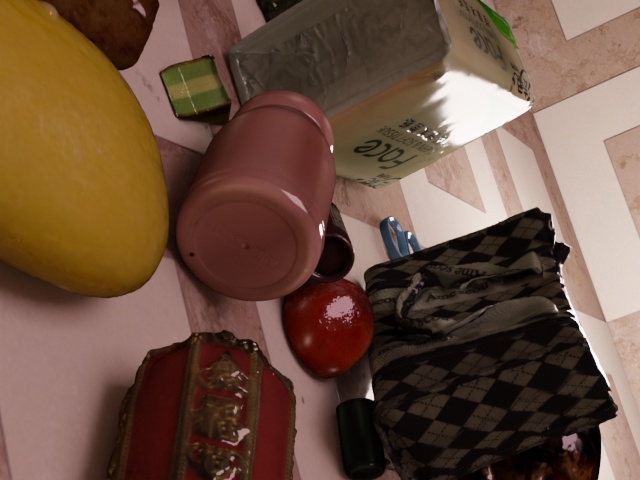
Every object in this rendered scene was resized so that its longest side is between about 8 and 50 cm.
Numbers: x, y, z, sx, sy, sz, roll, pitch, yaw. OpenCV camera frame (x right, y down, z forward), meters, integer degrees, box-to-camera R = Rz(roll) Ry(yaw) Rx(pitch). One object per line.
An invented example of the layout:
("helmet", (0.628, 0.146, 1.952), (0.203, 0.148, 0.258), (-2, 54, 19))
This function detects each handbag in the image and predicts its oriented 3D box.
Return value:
("handbag", (0.223, 0.123, 1.624), (0.180, 0.317, 0.416), (61, 11, -23))

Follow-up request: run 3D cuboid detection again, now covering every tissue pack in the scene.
("tissue pack", (0.107, -0.244, 1.780), (0.405, 0.332, 0.205), (12, 56, -62))

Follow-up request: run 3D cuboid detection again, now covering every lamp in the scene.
("lamp", (-0.109, 0.213, 1.092), (0.177, 0.177, 0.274), (50, 30, -34))

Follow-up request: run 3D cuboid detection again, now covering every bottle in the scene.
("bottle", (-0.069, -0.059, 1.455), (0.297, 0.173, 0.206), (-80, 171, -56))

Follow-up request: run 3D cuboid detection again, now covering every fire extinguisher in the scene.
("fire extinguisher", (0.000, 0.000, 1.606), (0.231, 0.071, 0.099), (-108, -169, -72))

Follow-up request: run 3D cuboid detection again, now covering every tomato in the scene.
("tomato", (0.022, 0.107, 1.571), (0.139, 0.091, 0.159), (60, 26, -9))

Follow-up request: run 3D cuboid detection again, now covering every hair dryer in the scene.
("hair dryer", (0.083, 0.291, 1.590), (0.198, 0.057, 0.100), (44, 33, -53))

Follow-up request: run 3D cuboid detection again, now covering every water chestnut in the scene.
("water chestnut", (0.276, 0.336, 1.723), (0.244, 0.289, 0.289), (-26, 93, -36))

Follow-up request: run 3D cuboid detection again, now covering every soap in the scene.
("soap", (-0.283, -0.112, 1.082), (0.427, 0.115, 0.306), (36, 33, -51))

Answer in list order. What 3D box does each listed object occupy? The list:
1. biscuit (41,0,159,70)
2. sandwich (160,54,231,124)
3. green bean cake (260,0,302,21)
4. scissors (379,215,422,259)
("biscuit", (-0.309, -0.360, 1.348), (0.359, 0.046, 0.359), (49, 28, -37))
("sandwich", (-0.165, -0.188, 1.549), (0.116, 0.074, 0.074), (120, -50, -78))
("green bean cake", (-0.030, -0.465, 1.964), (0.241, 0.132, 0.255), (63, 23, 0))
("scissors", (0.153, 0.079, 1.961), (0.125, 0.030, 0.256), (39, 33, -45))
